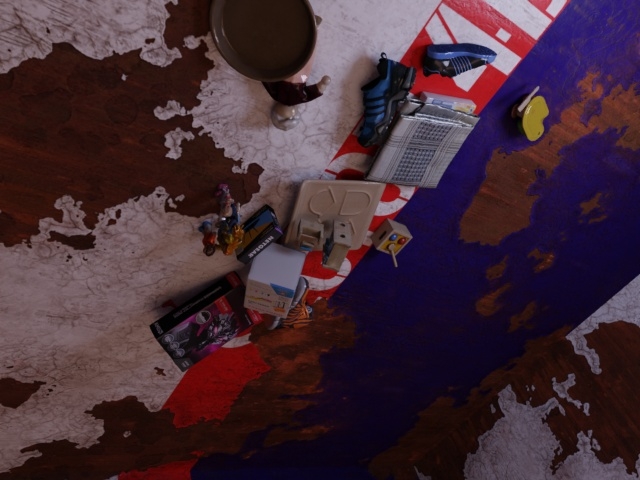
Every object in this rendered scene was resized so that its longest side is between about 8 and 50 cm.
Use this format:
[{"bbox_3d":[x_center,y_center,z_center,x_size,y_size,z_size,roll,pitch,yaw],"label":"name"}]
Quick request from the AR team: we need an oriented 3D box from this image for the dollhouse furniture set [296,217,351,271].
[{"bbox_3d":[0.000,0.000,1.865,0.183,0.129,0.129,15,127,-10],"label":"dollhouse furniture set"}]

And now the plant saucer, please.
[{"bbox_3d":[-0.143,-0.541,1.354,0.277,0.041,0.278,6,130,7],"label":"plant saucer"}]

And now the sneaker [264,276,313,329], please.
[{"bbox_3d":[-0.092,0.255,2.190,0.180,0.125,0.321,6,140,-33],"label":"sneaker"}]

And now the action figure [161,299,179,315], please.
[{"bbox_3d":[-0.546,0.355,2.098,0.139,0.091,0.280,-35,135,3],"label":"action figure"}]

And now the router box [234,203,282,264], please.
[{"bbox_3d":[-0.221,-0.022,1.834,0.179,0.133,0.046,-39,135,15],"label":"router box"}]

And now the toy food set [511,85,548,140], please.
[{"bbox_3d":[0.729,-0.448,1.884,0.128,0.071,0.218,-53,136,-4],"label":"toy food set"}]

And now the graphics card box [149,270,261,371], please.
[{"bbox_3d":[-0.425,0.308,2.021,0.371,0.094,0.233,-32,134,-14],"label":"graphics card box"}]

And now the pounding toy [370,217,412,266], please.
[{"bbox_3d":[0.282,0.010,2.107,0.130,0.100,0.141,19,122,-36],"label":"pounding toy"}]

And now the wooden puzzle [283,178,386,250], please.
[{"bbox_3d":[0.040,-0.097,1.921,0.347,0.080,0.322,-4,134,-26],"label":"wooden puzzle"}]

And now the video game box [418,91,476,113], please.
[{"bbox_3d":[0.394,-0.395,1.798,0.205,0.048,0.187,2,134,-25],"label":"video game box"}]

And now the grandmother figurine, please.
[{"bbox_3d":[-0.075,-0.458,1.502,0.207,0.104,0.342,16,133,-1],"label":"grandmother figurine"}]

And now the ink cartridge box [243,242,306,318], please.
[{"bbox_3d":[-0.168,0.143,1.917,0.171,0.168,0.233,17,147,-2],"label":"ink cartridge box"}]

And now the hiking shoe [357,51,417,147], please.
[{"bbox_3d":[0.176,-0.427,1.652,0.132,0.113,0.304,27,129,-6],"label":"hiking shoe"}]

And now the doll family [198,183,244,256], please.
[{"bbox_3d":[-0.303,-0.048,1.749,0.118,0.163,0.263,9,128,-30],"label":"doll family"}]

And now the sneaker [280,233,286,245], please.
[{"bbox_3d":[-0.121,0.043,1.988,0.051,0.070,0.134,-5,133,-16],"label":"sneaker"}]

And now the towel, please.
[{"bbox_3d":[0.341,-0.309,1.788,0.312,0.056,0.324,5,132,-27],"label":"towel"}]

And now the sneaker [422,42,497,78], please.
[{"bbox_3d":[0.423,-0.548,1.641,0.232,0.081,0.090,-3,136,-12],"label":"sneaker"}]
